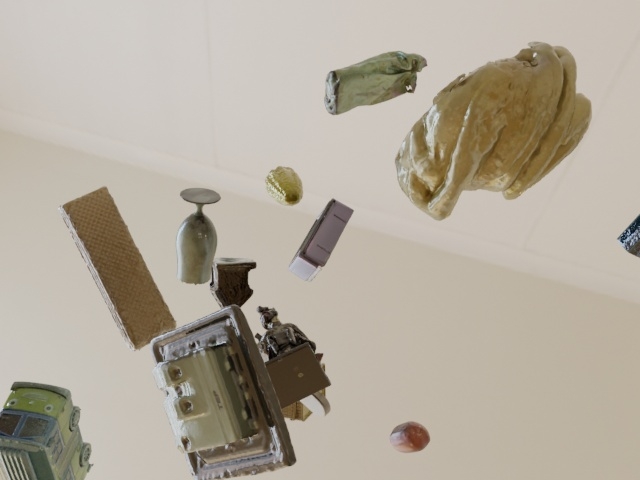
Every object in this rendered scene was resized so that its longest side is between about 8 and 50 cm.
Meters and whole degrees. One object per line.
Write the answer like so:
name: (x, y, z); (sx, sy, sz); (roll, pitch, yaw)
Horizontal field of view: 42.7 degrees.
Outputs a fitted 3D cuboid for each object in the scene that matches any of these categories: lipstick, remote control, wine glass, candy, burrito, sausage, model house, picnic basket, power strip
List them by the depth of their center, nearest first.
power strip: (-0.177, 0.252, 1.271); (0.251, 0.256, 0.092); (-24, -8, 36)
sausage: (0.175, 0.389, 1.619); (0.054, 0.059, 0.094); (46, -33, -7)
lipstick: (0.722, -0.097, 1.630); (0.051, 0.051, 0.312); (21, -61, -28)
wine glass: (-0.270, -0.007, 1.790); (0.093, 0.093, 0.202); (12, -65, 11)
burrito: (0.121, -0.364, 1.845); (0.229, 0.089, 0.144); (-18, -21, -12)
remote control: (-0.072, 0.331, 1.953); (0.245, 0.022, 0.077); (39, -36, 20)
picnic basket: (-0.051, 0.385, 2.108); (0.080, 0.164, 0.115); (6, -77, 23)
model house: (-0.234, 0.121, 2.132); (0.106, 0.152, 0.165); (1, 3, -15)
candy: (-0.094, -0.145, 2.284); (0.106, 0.094, 0.199); (10, 14, -15)

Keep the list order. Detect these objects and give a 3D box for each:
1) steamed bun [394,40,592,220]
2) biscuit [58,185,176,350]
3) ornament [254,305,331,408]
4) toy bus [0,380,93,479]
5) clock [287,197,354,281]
steamed bun: (0.327, -0.194, 1.518); (0.230, 0.372, 0.325); (54, -20, 6)
biscuit: (-0.525, 0.074, 2.136); (0.078, 0.144, 0.425); (-13, -77, 59)
ornament: (-0.087, 0.226, 1.738); (0.166, 0.196, 0.153); (-24, -46, 0)
toy bus: (-0.642, 0.486, 1.879); (0.152, 0.190, 0.312); (8, -49, 7)
clock: (0.001, 0.000, 2.115); (0.073, 0.193, 0.144); (31, -25, -3)
